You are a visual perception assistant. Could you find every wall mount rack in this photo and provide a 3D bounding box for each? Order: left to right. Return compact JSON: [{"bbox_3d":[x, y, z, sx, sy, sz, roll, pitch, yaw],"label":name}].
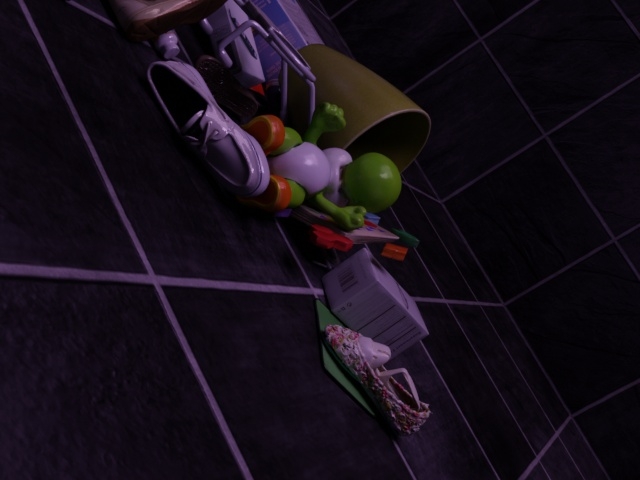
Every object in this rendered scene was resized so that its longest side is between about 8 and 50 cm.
[{"bbox_3d":[-0.092,-0.321,1.562,0.304,0.130,0.350,44,10,-34],"label":"wall mount rack"}]

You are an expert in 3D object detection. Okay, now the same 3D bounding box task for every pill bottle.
[{"bbox_3d":[-0.282,-0.366,1.439,0.083,0.043,0.043,61,17,14],"label":"pill bottle"}]

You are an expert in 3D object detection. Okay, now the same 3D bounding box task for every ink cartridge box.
[{"bbox_3d":[-0.182,-0.471,1.788,0.239,0.060,0.275,-2,76,-70],"label":"ink cartridge box"},{"bbox_3d":[-0.084,-0.481,2.043,0.395,0.151,0.270,55,16,2],"label":"ink cartridge box"}]

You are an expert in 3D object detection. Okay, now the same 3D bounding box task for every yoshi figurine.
[{"bbox_3d":[0.019,-0.120,1.441,0.203,0.203,0.362,47,23,27],"label":"yoshi figurine"}]

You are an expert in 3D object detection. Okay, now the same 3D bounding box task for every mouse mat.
[{"bbox_3d":[0.041,0.196,1.369,0.152,0.007,0.189,48,19,-29],"label":"mouse mat"}]

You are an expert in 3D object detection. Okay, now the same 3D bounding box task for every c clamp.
[{"bbox_3d":[0.000,0.000,1.596,0.137,0.022,0.160,35,27,-52],"label":"c clamp"}]

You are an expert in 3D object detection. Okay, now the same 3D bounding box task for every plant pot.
[{"bbox_3d":[0.041,-0.279,1.742,0.293,0.275,0.275,55,14,23],"label":"plant pot"}]

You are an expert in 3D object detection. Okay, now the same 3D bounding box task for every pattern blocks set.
[{"bbox_3d":[0.044,-0.027,1.527,0.325,0.026,0.285,7,19,-42],"label":"pattern blocks set"}]

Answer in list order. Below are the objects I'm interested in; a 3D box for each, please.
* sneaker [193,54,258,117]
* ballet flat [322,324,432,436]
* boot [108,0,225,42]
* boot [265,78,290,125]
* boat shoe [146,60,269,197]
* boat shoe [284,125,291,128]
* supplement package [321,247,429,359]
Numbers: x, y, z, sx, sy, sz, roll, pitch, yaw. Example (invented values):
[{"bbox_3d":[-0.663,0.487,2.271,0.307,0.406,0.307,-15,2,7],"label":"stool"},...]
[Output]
[{"bbox_3d":[-0.196,-0.303,1.568,0.071,0.066,0.188,47,3,36],"label":"sneaker"},{"bbox_3d":[0.100,0.220,1.345,0.241,0.077,0.091,52,17,-14],"label":"ballet flat"},{"bbox_3d":[-0.283,-0.471,1.410,0.262,0.095,0.203,-35,88,-37],"label":"boot"},{"bbox_3d":[-0.073,-0.290,1.892,0.190,0.069,0.086,40,44,-52],"label":"boot"},{"bbox_3d":[-0.183,-0.179,1.285,0.267,0.096,0.088,58,20,8],"label":"boat shoe"},{"bbox_3d":[-0.033,-0.238,1.849,0.137,0.043,0.049,22,-2,-28],"label":"boat shoe"},{"bbox_3d":[0.101,0.121,1.501,0.179,0.105,0.105,46,14,-34],"label":"supplement package"}]
